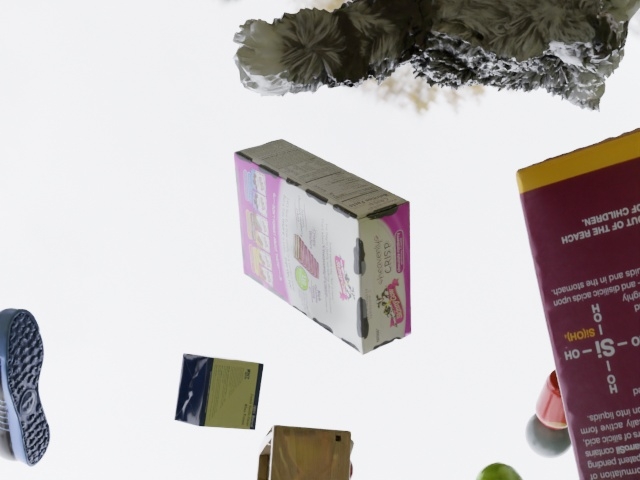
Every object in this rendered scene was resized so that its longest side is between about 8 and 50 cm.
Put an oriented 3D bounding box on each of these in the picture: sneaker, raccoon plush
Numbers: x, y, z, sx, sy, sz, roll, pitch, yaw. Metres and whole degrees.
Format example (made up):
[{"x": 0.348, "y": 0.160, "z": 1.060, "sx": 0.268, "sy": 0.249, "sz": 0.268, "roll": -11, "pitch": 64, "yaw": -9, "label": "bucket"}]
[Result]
[{"x": -0.402, "y": 0.182, "z": 1.417, "sx": 0.090, "sy": 0.232, "sz": 0.081, "roll": 12, "pitch": -152, "yaw": 18, "label": "sneaker"}, {"x": 0.145, "y": -0.236, "z": 1.241, "sx": 0.446, "sy": 0.216, "sz": 0.299, "roll": -5, "pitch": 168, "yaw": 8, "label": "raccoon plush"}]

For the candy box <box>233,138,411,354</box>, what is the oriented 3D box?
[{"x": 0.000, "y": 0.000, "z": 1.214, "sx": 0.071, "sy": 0.159, "sz": 0.233, "roll": -20, "pitch": -148, "yaw": -30, "label": "candy box"}]

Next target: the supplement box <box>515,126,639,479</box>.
[{"x": 0.158, "y": 0.053, "z": 0.480, "sx": 0.104, "sy": 0.081, "sz": 0.188, "roll": 5, "pitch": -109, "yaw": -53, "label": "supplement box"}]

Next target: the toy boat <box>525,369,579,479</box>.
[{"x": 0.385, "y": 0.308, "z": 1.438, "sx": 0.267, "sy": 0.148, "sz": 0.318, "roll": -21, "pitch": -132, "yaw": -25, "label": "toy boat"}]

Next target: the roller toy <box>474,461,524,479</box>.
[{"x": 0.161, "y": 0.289, "z": 0.843, "sx": 0.191, "sy": 0.146, "sz": 0.209, "roll": -32, "pitch": -71, "yaw": -59, "label": "roller toy"}]

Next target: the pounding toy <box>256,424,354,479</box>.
[{"x": -0.007, "y": 0.233, "z": 1.045, "sx": 0.100, "sy": 0.141, "sz": 0.130, "roll": 7, "pitch": -112, "yaw": -8, "label": "pounding toy"}]

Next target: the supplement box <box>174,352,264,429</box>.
[{"x": -0.121, "y": 0.181, "z": 1.351, "sx": 0.083, "sy": 0.083, "sz": 0.056, "roll": 11, "pitch": 174, "yaw": -39, "label": "supplement box"}]
